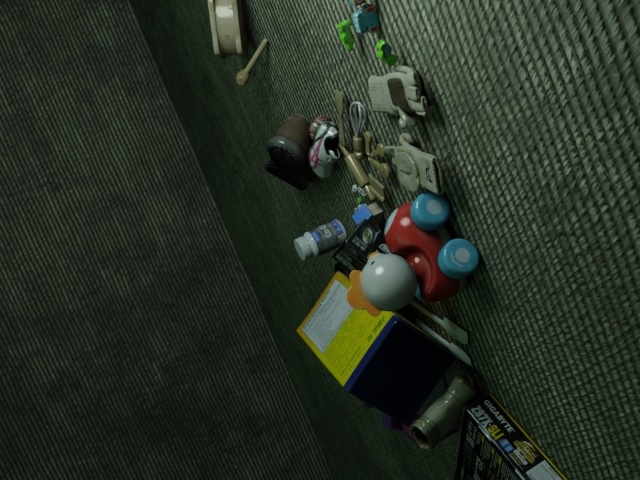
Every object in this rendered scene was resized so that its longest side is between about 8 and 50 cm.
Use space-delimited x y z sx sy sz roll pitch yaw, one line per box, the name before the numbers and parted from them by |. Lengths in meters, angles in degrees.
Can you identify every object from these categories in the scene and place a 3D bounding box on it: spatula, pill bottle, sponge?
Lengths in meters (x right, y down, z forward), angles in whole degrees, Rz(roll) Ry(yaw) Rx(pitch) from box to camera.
spatula | 0.279 0.236 1.539 0.242 0.019 0.168 34 145 59
pill bottle | 0.000 0.000 1.842 0.078 0.137 0.078 54 159 32
sponge | 0.191 0.401 1.765 0.117 0.031 0.210 37 -132 -59

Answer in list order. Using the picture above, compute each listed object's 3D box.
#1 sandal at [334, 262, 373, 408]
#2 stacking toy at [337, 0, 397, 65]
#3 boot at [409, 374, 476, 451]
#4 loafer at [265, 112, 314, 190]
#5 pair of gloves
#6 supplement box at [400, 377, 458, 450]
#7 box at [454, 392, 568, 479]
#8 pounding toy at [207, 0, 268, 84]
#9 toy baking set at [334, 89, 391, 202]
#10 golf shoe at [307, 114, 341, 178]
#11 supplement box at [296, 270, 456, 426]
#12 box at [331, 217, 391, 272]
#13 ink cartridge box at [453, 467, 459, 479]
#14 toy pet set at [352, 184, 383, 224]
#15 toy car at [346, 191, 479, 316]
sandal | 0.088 0.286 1.942 0.167 0.107 0.446 180 78 -75
stacking toy | 0.078 -0.437 1.190 0.167 0.052 0.221 46 156 51
boot | 0.278 0.407 1.492 0.077 0.165 0.213 38 162 28
loafer | -0.064 -0.237 1.794 0.133 0.130 0.366 29 170 -1
pair of gloves | 0.166 -0.208 1.237 0.204 0.042 0.240 -159 52 -71
supplement box | 0.253 0.397 1.674 0.114 0.111 0.220 30 140 63
box | 0.410 0.528 1.448 0.257 0.079 0.322 48 155 40
pounding toy | -0.216 -0.581 1.822 0.154 0.154 0.270 -87 -6 -62
toy baking set | 0.095 -0.208 1.478 0.256 0.030 0.197 60 159 17
golf shoe | 0.013 -0.215 1.636 0.086 0.067 0.186 52 158 33
supplement box | 0.120 0.245 1.571 0.195 0.194 0.356 35 -179 -25
box | 0.131 0.051 1.527 0.180 0.077 0.147 40 160 2
ink cartridge box | 0.421 0.733 1.716 0.165 0.065 0.333 45 154 47
toy pet set | 0.096 -0.072 1.589 0.114 0.065 0.122 53 159 36
toy car | 0.149 0.051 1.305 0.210 0.238 0.219 62 162 12
